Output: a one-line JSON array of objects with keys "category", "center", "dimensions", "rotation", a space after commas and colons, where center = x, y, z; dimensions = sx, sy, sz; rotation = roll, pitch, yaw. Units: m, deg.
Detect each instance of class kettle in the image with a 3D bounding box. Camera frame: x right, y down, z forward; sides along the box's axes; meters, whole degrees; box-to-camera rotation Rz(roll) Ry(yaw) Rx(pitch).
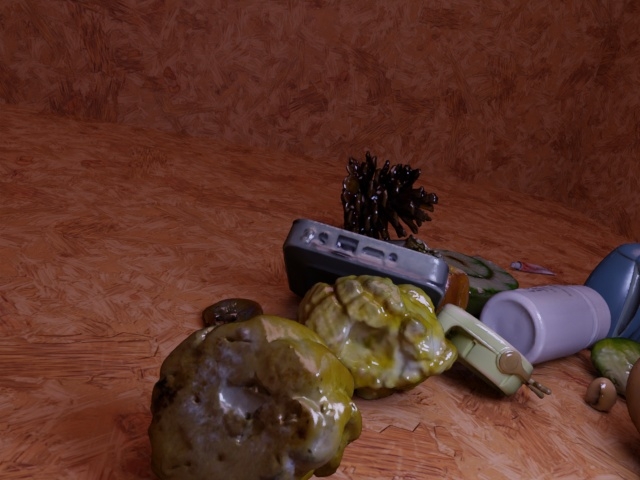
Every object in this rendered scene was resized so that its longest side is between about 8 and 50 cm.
[{"category": "kettle", "center": [0.942, 0.181, 1.902], "dimensions": [0.247, 0.341, 0.319], "rotation": [15, 19, 1]}]

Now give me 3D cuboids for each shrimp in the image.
[{"category": "shrimp", "center": [-0.207, 0.194, 1.484], "dimensions": [0.150, 0.067, 0.248], "rotation": [-3, 17, -10]}]

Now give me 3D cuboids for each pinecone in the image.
[{"category": "pinecone", "center": [0.253, -0.148, 2.309], "dimensions": [0.385, 0.384, 0.384], "rotation": [13, 19, -4]}]

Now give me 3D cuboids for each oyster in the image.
[{"category": "oyster", "center": [0.237, 0.022, 1.497], "dimensions": [0.045, 0.121, 0.146], "rotation": [-41, 38, -17]}]

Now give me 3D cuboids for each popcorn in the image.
[{"category": "popcorn", "center": [0.111, 0.199, 1.375], "dimensions": [0.334, 0.293, 0.292], "rotation": [29, 19, -6]}]

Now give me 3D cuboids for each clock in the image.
[{"category": "clock", "center": [0.403, 0.281, 1.483], "dimensions": [0.308, 0.096, 0.235], "rotation": [37, -6, 21]}]

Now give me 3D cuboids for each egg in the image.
[{"category": "egg", "center": [0.707, 0.383, 1.555], "dimensions": [0.071, 0.083, 0.071], "rotation": [9, 18, -3]}]

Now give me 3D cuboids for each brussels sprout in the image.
[{"category": "brussels sprout", "center": [0.829, 0.340, 1.681], "dimensions": [0.162, 0.144, 0.180], "rotation": [24, 33, -39]}]

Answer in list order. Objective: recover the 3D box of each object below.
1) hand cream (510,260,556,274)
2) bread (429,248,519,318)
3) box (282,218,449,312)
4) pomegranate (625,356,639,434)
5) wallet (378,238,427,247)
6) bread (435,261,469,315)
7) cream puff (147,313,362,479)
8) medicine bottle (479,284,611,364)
[{"category": "hand cream", "center": [0.864, 0.115, 2.520], "dimensions": [0.216, 0.038, 0.052], "rotation": [9, 47, -26]}, {"category": "bread", "center": [0.455, 0.130, 2.024], "dimensions": [0.366, 0.129, 0.382], "rotation": [28, 23, 36]}, {"category": "box", "center": [0.107, 0.101, 1.580], "dimensions": [0.396, 0.111, 0.396], "rotation": [16, -22, 8]}, {"category": "pomegranate", "center": [0.827, 0.371, 1.271], "dimensions": [0.412, 0.411, 0.411], "rotation": [13, 19, -4]}, {"category": "wallet", "center": [0.133, 0.048, 1.901], "dimensions": [0.252, 0.083, 0.360], "rotation": [-1, 5, 42]}, {"category": "bread", "center": [0.354, 0.164, 1.763], "dimensions": [0.132, 0.190, 0.114], "rotation": [-7, 24, -34]}, {"category": "cream puff", "center": [-0.097, 0.289, 1.003], "dimensions": [0.291, 0.324, 0.257], "rotation": [45, -3, 30]}, {"category": "medicine bottle", "center": [0.637, 0.231, 1.744], "dimensions": [0.372, 0.210, 0.211], "rotation": [-1, 24, -39]}]
